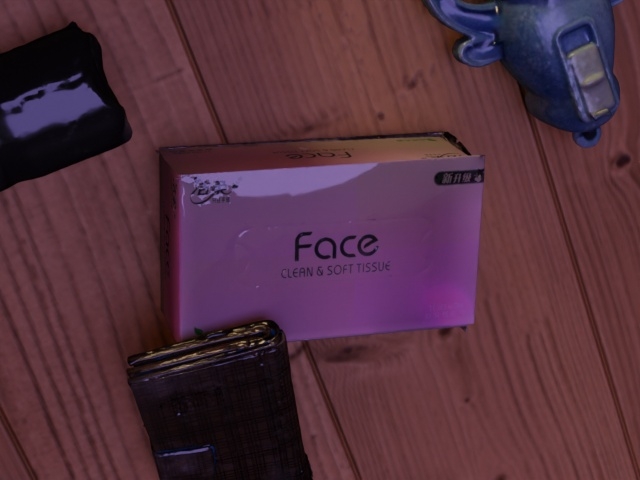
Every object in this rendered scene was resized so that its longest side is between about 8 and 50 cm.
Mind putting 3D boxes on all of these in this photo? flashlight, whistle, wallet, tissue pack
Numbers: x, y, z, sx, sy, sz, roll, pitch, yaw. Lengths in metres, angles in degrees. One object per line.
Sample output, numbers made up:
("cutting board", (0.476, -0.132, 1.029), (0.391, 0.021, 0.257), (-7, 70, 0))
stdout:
("flashlight", (-0.344, -0.037, 0.955), (0.424, 0.103, 0.103), (-23, 112, -7))
("whistle", (0.173, -0.195, 1.067), (0.180, 0.093, 0.269), (-24, 106, -8))
("wallet", (-0.074, 0.157, 1.077), (0.124, 0.042, 0.230), (-13, 139, -4))
("tissue pack", (0.000, 0.000, 1.068), (0.246, 0.092, 0.149), (-5, 110, -16))
